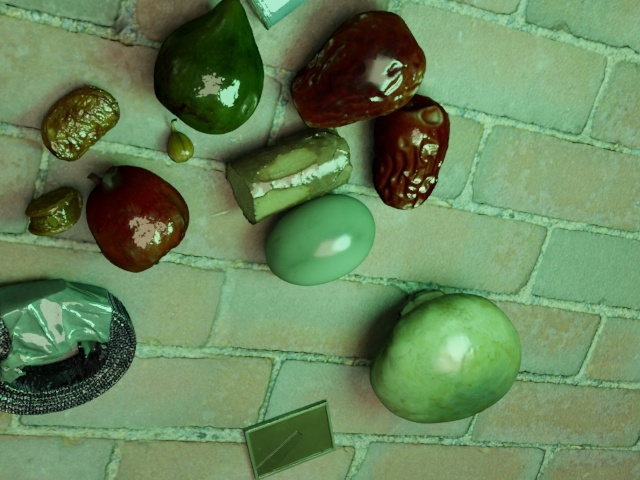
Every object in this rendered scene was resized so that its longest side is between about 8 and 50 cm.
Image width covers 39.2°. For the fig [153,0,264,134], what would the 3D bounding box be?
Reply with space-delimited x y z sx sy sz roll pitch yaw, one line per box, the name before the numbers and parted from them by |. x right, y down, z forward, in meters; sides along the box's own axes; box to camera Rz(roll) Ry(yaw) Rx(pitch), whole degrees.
fig | -0.182 -0.311 1.546 0.195 0.195 0.245 15 110 -27

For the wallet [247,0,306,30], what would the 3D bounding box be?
wallet | -0.036 -0.512 1.579 0.250 0.075 0.176 -36 125 -4

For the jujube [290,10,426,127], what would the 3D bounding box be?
jujube | 0.068 -0.309 1.671 0.255 0.190 0.190 -27 123 12

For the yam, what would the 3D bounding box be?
yam | -0.053 -0.131 1.725 0.238 0.129 0.128 -23 85 -12

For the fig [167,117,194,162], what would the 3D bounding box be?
fig | -0.261 -0.185 1.657 0.050 0.050 0.083 -17 109 -14

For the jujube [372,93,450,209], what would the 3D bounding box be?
jujube | 0.173 -0.174 1.786 0.155 0.155 0.230 -3 124 -21

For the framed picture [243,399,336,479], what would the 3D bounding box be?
framed picture | -0.068 0.456 2.055 0.203 0.015 0.150 -18 119 -14

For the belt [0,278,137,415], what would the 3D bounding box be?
belt | -0.511 0.200 1.692 0.324 0.122 0.260 -9 121 -19

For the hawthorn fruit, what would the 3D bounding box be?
hawthorn fruit | -0.342 -0.046 1.618 0.185 0.185 0.202 -43 107 1

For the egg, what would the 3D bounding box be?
egg | 0.000 0.000 1.778 0.230 0.168 0.168 -27 121 -7

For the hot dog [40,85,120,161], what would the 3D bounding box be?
hot dog | -0.419 -0.206 1.570 0.147 0.065 0.099 -47 122 -4

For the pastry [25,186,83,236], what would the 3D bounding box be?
pastry | -0.474 -0.053 1.600 0.109 0.097 0.057 -23 120 -12

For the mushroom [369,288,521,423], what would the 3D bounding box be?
mushroom | 0.266 0.253 1.957 0.352 0.260 0.352 -16 145 -12
